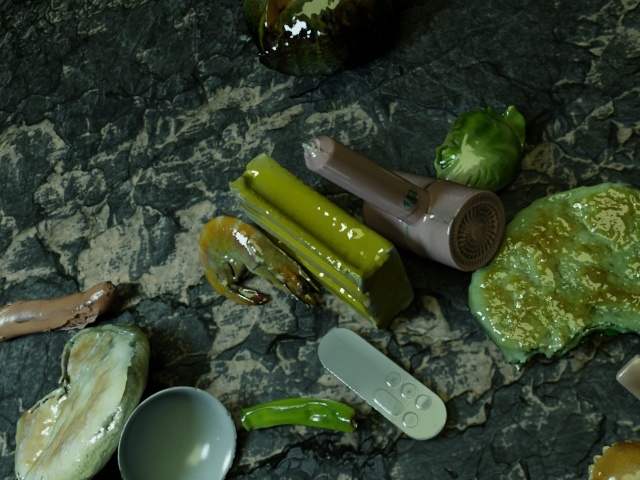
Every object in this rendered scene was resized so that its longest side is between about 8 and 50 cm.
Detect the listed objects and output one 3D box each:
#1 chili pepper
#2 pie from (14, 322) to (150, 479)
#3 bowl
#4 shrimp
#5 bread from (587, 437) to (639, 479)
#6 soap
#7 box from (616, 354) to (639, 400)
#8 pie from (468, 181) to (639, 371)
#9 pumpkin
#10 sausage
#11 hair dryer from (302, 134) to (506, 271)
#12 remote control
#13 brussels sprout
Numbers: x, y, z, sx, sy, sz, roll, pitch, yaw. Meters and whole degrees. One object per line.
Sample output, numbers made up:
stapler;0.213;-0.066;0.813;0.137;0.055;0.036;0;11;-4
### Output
chili pepper;-0.031;0.274;1.156;0.201;0.050;0.052;-5;80;21
pie;-0.401;0.284;1.239;0.337;0.075;0.338;-27;44;30
bowl;-0.235;0.321;1.170;0.189;0.189;0.086;-61;23;-14
shrimp;-0.114;0.053;1.273;0.248;0.068;0.150;28;116;21
bread;0.470;0.325;0.882;0.288;0.156;0.204;-6;66;16
soap;0.000;0.000;1.194;0.091;0.199;0.315;-45;56;-12
box;0.458;0.208;0.989;0.115;0.025;0.048;43;112;9
pie;0.405;0.053;1.085;0.371;0.078;0.297;-3;65;18
pumpkin;0.002;-0.461;1.416;0.320;0.192;0.321;-10;61;18
sausage;-0.511;0.137;1.390;0.304;0.078;0.078;-13;62;16
hair dryer;0.092;-0.076;1.080;0.210;0.352;0.125;22;87;51
remote control;0.094;0.222;1.149;0.245;0.022;0.077;35;79;30
brussels sprout;0.265;-0.143;1.224;0.139;0.100;0.181;35;63;14
